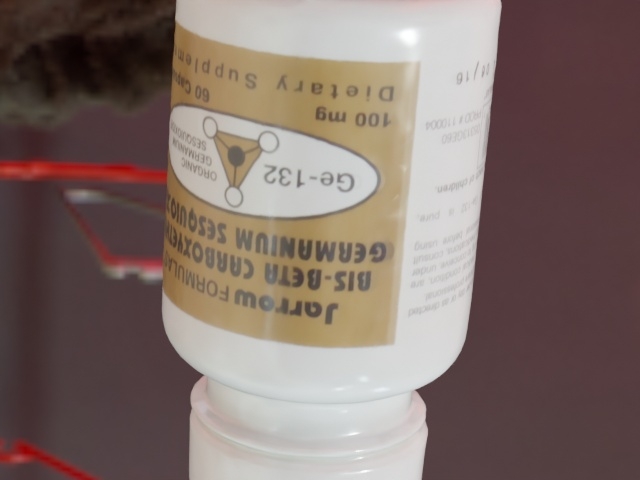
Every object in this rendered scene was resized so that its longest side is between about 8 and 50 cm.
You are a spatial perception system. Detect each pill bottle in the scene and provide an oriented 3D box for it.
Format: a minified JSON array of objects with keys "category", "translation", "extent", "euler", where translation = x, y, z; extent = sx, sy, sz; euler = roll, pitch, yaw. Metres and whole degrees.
[{"category":"pill bottle","translation":[0.000,0.000,0.726],"extent":[0.131,0.131,0.229],"euler":[-119,-149,-68]}]
